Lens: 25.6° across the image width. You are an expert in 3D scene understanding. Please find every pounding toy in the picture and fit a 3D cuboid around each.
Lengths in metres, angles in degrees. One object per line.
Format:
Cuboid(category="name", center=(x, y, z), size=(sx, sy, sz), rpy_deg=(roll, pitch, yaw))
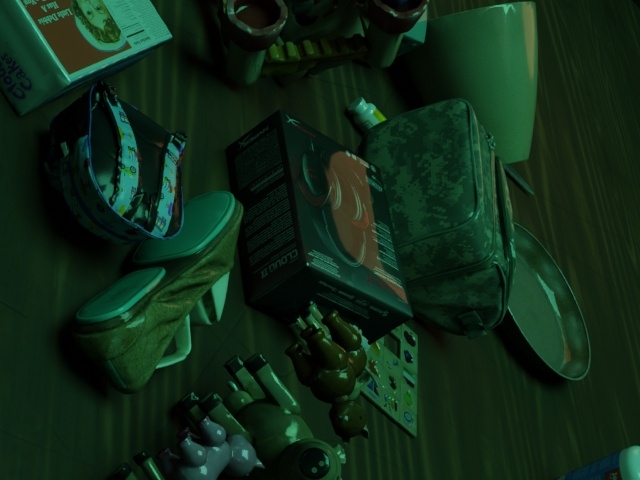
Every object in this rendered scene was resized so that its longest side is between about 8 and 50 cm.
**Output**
Cuboid(category="pounding toy", center=(-0.003, -0.366, 2.210), size=(0.155, 0.154, 0.269), rpy_deg=(42, 32, -30))

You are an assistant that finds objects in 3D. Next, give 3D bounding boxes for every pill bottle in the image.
Cuboid(category="pill bottle", center=(0.467, 0.392, 2.178), size=(0.124, 0.221, 0.124), rpy_deg=(39, 34, -33))
Cuboid(category="pill bottle", center=(0.083, -0.195, 2.304), size=(0.083, 0.043, 0.043), rpy_deg=(47, 30, -24))

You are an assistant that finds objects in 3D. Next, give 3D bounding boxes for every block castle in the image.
Cuboid(category="block castle", center=(-0.038, -0.467, 2.053), size=(0.303, 0.213, 0.453), rpy_deg=(-8, 64, -16))

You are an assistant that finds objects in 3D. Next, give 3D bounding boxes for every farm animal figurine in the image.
Cuboid(category="farm animal figurine", center=(-0.066, 0.228, 1.481), size=(0.172, 0.330, 0.327), rpy_deg=(54, 0, -6))

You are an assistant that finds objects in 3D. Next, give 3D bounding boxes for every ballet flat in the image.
Cuboid(category="ballet flat", center=(-0.167, 0.065, 1.596), size=(0.342, 0.116, 0.124), rpy_deg=(-57, 134, -59))

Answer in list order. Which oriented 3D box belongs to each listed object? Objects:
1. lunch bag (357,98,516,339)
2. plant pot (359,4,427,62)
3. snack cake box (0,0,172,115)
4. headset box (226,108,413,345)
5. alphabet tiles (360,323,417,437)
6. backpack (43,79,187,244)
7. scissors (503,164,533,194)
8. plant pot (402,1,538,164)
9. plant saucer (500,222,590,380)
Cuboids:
Cuboid(category="lunch bag", center=(0.192, -0.030, 2.170), size=(0.305, 0.213, 0.256), rpy_deg=(-89, 156, -43))
Cuboid(category="plant pot", center=(0.084, -0.432, 2.421), size=(0.166, 0.165, 0.234), rpy_deg=(9, 63, -55))
Cuboid(category="snack cake box", center=(-0.304, -0.261, 1.688), size=(0.152, 0.089, 0.264), rpy_deg=(59, 28, -6))
Cuboid(category="headset box", center=(0.000, 0.000, 1.898), size=(0.218, 0.110, 0.293), rpy_deg=(28, 40, -41))
Cuboid(category="alphabet tiles", center=(0.062, 0.141, 1.986), size=(0.237, 0.009, 0.198), rpy_deg=(42, 33, -29))
Cuboid(category="backpack", center=(-0.230, -0.067, 1.589), size=(0.158, 0.117, 0.173), rpy_deg=(33, 37, -41))
Cuboid(category="scissors", center=(0.319, -0.175, 2.703), size=(0.297, 0.021, 0.109), rpy_deg=(51, 27, -18))
Cuboid(category="plant pot", center=(0.284, -0.266, 2.531), size=(0.256, 0.257, 0.274), rpy_deg=(-15, 95, -61))
Cuboid(category="plant saucer", center=(0.372, 0.112, 2.479), size=(0.310, 0.050, 0.310), rpy_deg=(39, 34, -33))
